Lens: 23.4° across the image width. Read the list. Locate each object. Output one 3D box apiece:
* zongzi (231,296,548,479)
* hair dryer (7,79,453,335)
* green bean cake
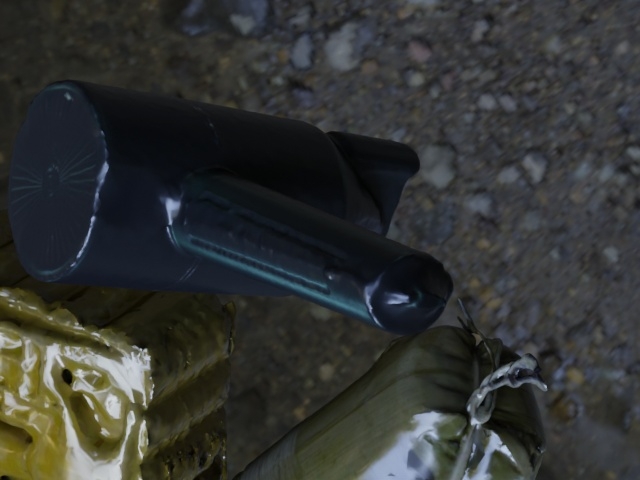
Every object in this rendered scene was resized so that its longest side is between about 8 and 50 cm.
[{"bbox_3d":[0.065,0.116,0.577,0.178,0.081,0.189,35,121,-22],"label":"zongzi"},{"bbox_3d":[0.000,0.000,0.853,0.302,0.244,0.116,25,106,52],"label":"hair dryer"},{"bbox_3d":[-0.175,0.114,1.026,0.230,0.131,0.224,19,115,25],"label":"green bean cake"}]
